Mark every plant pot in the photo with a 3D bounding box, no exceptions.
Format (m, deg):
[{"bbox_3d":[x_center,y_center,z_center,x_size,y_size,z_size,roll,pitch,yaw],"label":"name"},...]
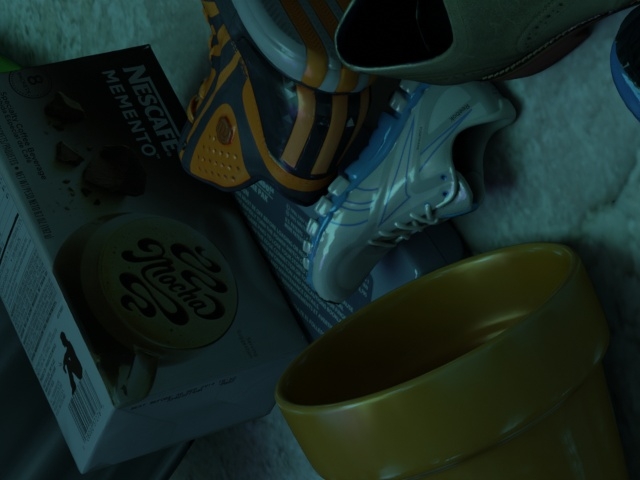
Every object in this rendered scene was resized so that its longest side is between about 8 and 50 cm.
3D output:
[{"bbox_3d":[0.103,0.131,1.149,0.205,0.205,0.188,-4,115,60],"label":"plant pot"}]

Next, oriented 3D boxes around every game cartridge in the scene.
[{"bbox_3d":[0.000,0.000,1.384,0.297,0.062,0.198,43,134,42],"label":"game cartridge"}]

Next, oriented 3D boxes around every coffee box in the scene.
[{"bbox_3d":[-0.158,0.008,1.435,0.297,0.168,0.119,62,148,22],"label":"coffee box"}]

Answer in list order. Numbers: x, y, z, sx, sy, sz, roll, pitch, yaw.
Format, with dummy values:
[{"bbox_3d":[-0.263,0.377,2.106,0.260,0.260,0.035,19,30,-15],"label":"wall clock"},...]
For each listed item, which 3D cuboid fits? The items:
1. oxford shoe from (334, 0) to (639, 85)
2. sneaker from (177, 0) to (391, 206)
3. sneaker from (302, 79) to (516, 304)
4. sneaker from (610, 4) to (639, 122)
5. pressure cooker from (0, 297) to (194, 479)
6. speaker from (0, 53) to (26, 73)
[{"bbox_3d":[0.122,-0.170,1.017,0.123,0.130,0.348,66,149,14],"label":"oxford shoe"},{"bbox_3d":[-0.062,-0.148,1.291,0.321,0.124,0.180,-112,32,-43],"label":"sneaker"},{"bbox_3d":[0.059,-0.029,1.206,0.083,0.071,0.190,40,110,27],"label":"sneaker"},{"bbox_3d":[0.231,-0.038,0.980,0.209,0.069,0.082,53,178,18],"label":"sneaker"},{"bbox_3d":[-0.303,0.137,1.613,0.370,0.420,0.375,33,151,6],"label":"pressure cooker"},{"bbox_3d":[-0.352,-0.136,1.835,0.296,0.131,0.131,30,129,51],"label":"speaker"}]
